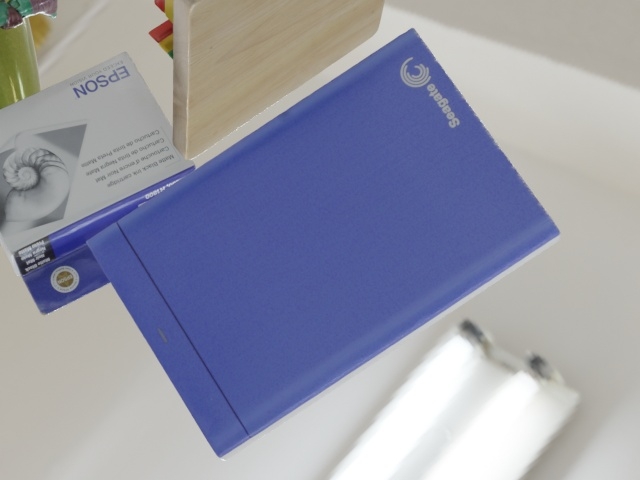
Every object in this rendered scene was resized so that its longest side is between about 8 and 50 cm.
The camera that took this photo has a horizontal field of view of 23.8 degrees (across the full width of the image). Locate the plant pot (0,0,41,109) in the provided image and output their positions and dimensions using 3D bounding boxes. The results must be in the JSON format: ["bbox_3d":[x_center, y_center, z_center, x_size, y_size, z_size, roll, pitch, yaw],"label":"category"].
[{"bbox_3d":[-0.458,-0.226,1.834,0.274,0.275,0.294,-28,-94,12],"label":"plant pot"}]

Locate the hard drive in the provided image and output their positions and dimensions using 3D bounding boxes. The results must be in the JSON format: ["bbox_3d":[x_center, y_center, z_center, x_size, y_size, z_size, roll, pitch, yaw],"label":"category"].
[{"bbox_3d":[0.000,0.000,1.214,0.318,0.040,0.210,-33,-106,-1],"label":"hard drive"}]

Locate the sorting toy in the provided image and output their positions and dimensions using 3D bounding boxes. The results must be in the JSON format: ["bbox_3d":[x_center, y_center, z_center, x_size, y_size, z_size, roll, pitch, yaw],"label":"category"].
[{"bbox_3d":[-0.053,-0.235,1.438,0.257,0.255,0.089,-36,-109,-22],"label":"sorting toy"}]

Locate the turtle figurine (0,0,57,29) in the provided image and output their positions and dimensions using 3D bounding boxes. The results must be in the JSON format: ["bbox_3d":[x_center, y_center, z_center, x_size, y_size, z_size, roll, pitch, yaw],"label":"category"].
[{"bbox_3d":[-0.403,-0.229,1.624,0.234,0.175,0.118,-41,-154,-25],"label":"turtle figurine"}]

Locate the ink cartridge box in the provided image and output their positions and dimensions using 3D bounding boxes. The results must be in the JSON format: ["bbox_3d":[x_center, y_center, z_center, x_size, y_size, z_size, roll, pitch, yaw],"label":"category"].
[{"bbox_3d":[-0.252,-0.065,1.624,0.223,0.045,0.224,-28,-107,-15],"label":"ink cartridge box"}]
